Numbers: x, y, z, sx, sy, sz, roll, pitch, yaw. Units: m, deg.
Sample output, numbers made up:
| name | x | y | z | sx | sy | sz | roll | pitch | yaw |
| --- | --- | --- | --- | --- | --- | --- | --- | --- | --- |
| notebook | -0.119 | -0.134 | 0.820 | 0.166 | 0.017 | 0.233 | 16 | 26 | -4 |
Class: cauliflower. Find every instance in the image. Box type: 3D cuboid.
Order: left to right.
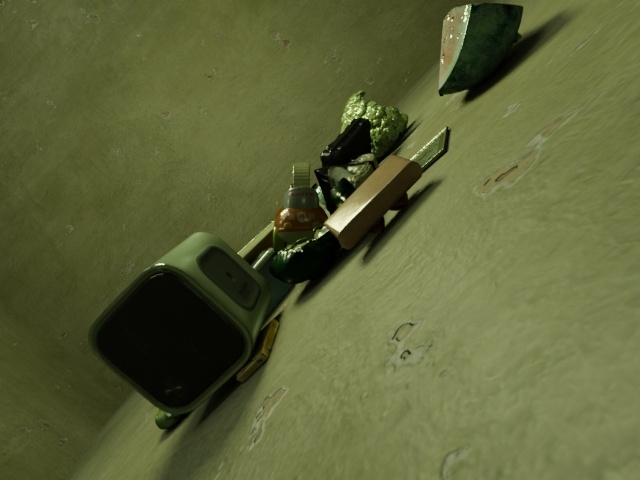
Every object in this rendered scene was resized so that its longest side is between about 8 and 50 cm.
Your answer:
| name | x | y | z | sx | sy | sz | roll | pitch | yaw |
| --- | --- | --- | --- | --- | --- | --- | --- | --- | --- |
| cauliflower | 0.200 | -0.394 | 1.549 | 0.250 | 0.275 | 0.272 | -14 | -39 | -19 |

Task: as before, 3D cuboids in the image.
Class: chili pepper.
| name | x | y | z | sx | sy | sz | roll | pitch | yaw |
| --- | --- | --- | --- | --- | --- | --- | --- | --- | --- |
| chili pepper | 0.003 | 0.007 | 0.923 | 0.264 | 0.116 | 0.148 | -46 | 20 | 14 |

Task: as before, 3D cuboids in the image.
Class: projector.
| name | x | y | z | sx | sy | sz | roll | pitch | yaw |
| --- | --- | --- | --- | --- | --- | --- | --- | --- | --- |
| projector | -0.265 | 0.153 | 0.890 | 0.248 | 0.248 | 0.249 | -43 | 9 | 12 |

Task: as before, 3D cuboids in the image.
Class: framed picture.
| name | x | y | z | sx | sy | sz | roll | pitch | yaw |
| --- | --- | --- | --- | --- | --- | --- | --- | --- | --- |
| framed picture | 0.193 | -0.151 | 0.963 | 0.231 | 0.010 | 0.173 | -43 | 10 | 32 |

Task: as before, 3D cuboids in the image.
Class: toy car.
| name | x | y | z | sx | sy | sz | roll | pitch | yaw |
| --- | --- | --- | --- | --- | --- | --- | --- | --- | --- |
| toy car | -0.049 | -0.090 | 1.096 | 0.235 | 0.145 | 0.235 | 178 | 90 | -87 |

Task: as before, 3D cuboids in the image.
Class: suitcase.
| name | x | y | z | sx | sy | sz | roll | pitch | yaw |
| --- | --- | --- | --- | --- | --- | --- | --- | --- | --- |
| suitcase | 0.088 | -0.236 | 1.332 | 0.285 | 0.066 | 0.206 | -55 | -33 | -45 |

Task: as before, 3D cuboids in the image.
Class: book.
| name | x | y | z | sx | sy | sz | roll | pitch | yaw |
| --- | --- | --- | --- | --- | --- | --- | --- | --- | --- |
| book | -0.238 | 0.137 | 1.270 | 0.389 | 0.032 | 0.269 | -47 | -22 | -30 |

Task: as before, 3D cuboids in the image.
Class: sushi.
| name | x | y | z | sx | sy | sz | roll | pitch | yaw |
| --- | --- | --- | --- | --- | --- | --- | --- | --- | --- |
| sushi | 0.115 | -0.164 | 1.150 | 0.109 | 0.134 | 0.273 | -17 | 8 | 40 |

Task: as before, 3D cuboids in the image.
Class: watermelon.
| name | x | y | z | sx | sy | sz | roll | pitch | yaw |
| --- | --- | --- | --- | --- | --- | --- | --- | --- | --- |
| watermelon | 0.378 | -0.444 | 1.029 | 0.175 | 0.188 | 0.322 | 4 | 22 | 18 |

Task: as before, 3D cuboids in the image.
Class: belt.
| name | x | y | z | sx | sy | sz | roll | pitch | yaw |
| --- | --- | --- | --- | --- | --- | --- | --- | --- | --- |
| belt | 0.002 | -0.190 | 1.816 | 0.058 | 0.105 | 0.140 | -51 | 13 | 5 |

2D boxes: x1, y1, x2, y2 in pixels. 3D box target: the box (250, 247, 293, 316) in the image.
| name | x | y | z | sx | sy | sz | roll | pitch | yaw |
| --- | --- | --- | --- | --- | --- | --- | --- | --- | --- |
| box | -0.176 | 0.131 | 1.130 | 0.227 | 0.130 | 0.162 | -51 | 9 | -16 |

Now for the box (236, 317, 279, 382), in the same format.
| name | x | y | z | sx | sy | sz | roll | pitch | yaw |
| --- | --- | --- | --- | --- | --- | --- | --- | --- | --- |
| box | -0.119 | 0.210 | 0.841 | 0.073 | 0.020 | 0.149 | -45 | 8 | 14 |

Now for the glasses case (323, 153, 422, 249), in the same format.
| name | x | y | z | sx | sy | sz | roll | pitch | yaw |
| --- | --- | --- | --- | --- | --- | --- | --- | --- | --- |
| glasses case | 0.097 | -0.067 | 0.794 | 0.193 | 0.070 | 0.102 | -45 | 28 | 0 |

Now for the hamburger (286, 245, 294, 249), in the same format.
| name | x | y | z | sx | sy | sz | roll | pitch | yaw |
| --- | --- | --- | --- | --- | --- | --- | --- | --- | --- |
| hamburger | -0.147 | 0.021 | 1.742 | 0.140 | 0.062 | 0.133 | -49 | 9 | -25 |

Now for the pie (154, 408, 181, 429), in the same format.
| name | x | y | z | sx | sy | sz | roll | pitch | yaw |
| --- | --- | --- | --- | --- | --- | --- | --- | --- | --- |
| pie | -0.316 | 0.354 | 1.073 | 0.240 | 0.054 | 0.240 | -44 | 9 | 9 |
